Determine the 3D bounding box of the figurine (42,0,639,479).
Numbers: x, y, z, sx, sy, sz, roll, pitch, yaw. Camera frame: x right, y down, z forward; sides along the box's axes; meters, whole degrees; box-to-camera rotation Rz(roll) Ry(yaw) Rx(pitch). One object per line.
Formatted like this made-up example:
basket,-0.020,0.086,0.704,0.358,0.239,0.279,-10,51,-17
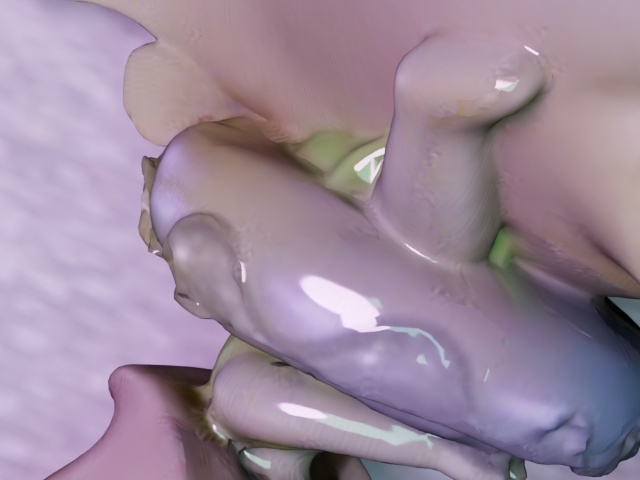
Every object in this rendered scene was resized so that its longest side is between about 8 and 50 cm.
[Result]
figurine,0.000,0.000,0.473,0.274,0.226,0.394,33,102,24
